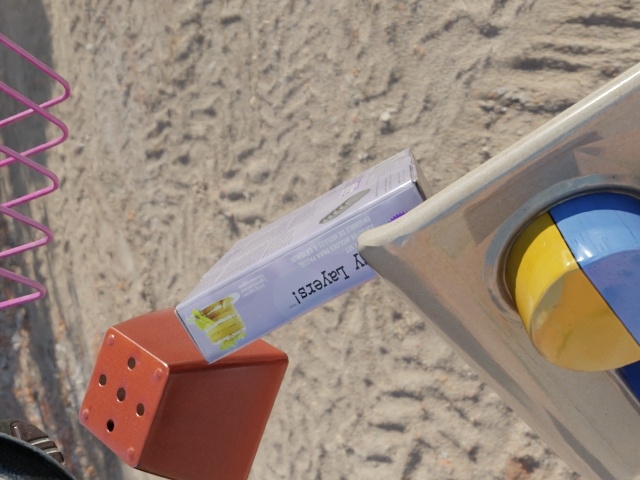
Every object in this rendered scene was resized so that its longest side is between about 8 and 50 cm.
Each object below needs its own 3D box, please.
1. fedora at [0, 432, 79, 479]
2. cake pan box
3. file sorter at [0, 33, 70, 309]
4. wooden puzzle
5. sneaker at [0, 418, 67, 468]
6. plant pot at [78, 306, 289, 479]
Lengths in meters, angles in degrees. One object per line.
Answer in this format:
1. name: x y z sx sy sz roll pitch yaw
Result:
1. fedora: -0.294 0.307 0.508 0.152 0.334 0.334 68 179 -77
2. cake pan box: 0.000 0.000 0.725 0.245 0.267 0.070 -27 99 10
3. file sorter: -0.410 -0.077 0.789 0.182 0.202 0.291 -14 63 24
4. wooden puzzle: 0.246 0.029 0.408 0.348 0.322 0.080 -31 35 23
5. sneaker: -0.398 0.392 0.962 0.281 0.106 0.162 44 113 26
6. plant pot: -0.263 0.273 1.259 0.267 0.235 0.267 23 96 38
